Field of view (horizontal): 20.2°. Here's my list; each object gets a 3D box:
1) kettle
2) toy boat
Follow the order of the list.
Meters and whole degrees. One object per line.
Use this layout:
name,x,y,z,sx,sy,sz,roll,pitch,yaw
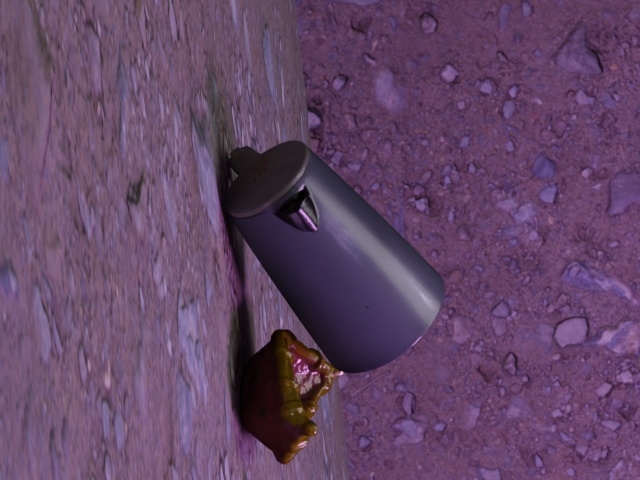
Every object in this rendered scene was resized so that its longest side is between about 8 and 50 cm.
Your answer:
kettle,0.000,0.000,2.017,0.243,0.160,0.210,50,1,-26
toy boat,-0.035,0.170,1.979,0.318,0.099,0.141,-51,135,-81
